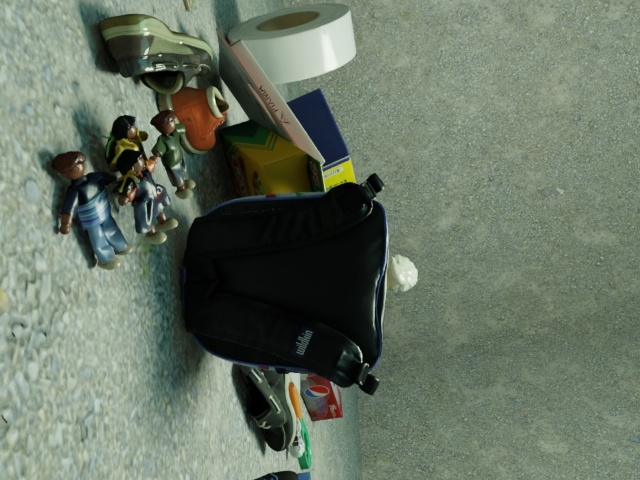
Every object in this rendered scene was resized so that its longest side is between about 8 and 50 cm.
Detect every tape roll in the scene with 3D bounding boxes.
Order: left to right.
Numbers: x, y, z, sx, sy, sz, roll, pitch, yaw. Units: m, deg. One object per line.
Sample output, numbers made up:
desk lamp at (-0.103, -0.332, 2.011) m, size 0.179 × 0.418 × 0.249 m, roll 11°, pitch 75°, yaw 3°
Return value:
tape roll at (-0.065, -0.453, 1.313) m, size 0.286 × 0.286 × 0.100 m, roll -91°, pitch 169°, yaw -56°

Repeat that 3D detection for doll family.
doll family at (-0.183, -0.062, 0.552) m, size 0.193 × 0.076 × 0.111 m, roll -86°, pitch 172°, yaw -54°

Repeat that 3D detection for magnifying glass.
magnifying glass at (-0.049, 0.445, 1.382) m, size 0.092 × 0.026 × 0.231 m, roll -83°, pitch 163°, yaw -70°

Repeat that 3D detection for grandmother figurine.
grandmother figurine at (0.055, 0.093, 1.342) m, size 0.104 × 0.342 × 0.208 m, roll -80°, pitch 161°, yaw -74°

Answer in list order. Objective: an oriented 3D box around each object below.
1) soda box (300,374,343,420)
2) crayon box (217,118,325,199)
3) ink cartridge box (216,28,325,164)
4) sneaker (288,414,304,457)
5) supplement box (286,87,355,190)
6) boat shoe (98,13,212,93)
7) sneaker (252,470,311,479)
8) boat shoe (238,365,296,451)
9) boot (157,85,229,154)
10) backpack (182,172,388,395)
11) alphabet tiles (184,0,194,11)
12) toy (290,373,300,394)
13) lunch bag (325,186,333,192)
soda box at (-0.003, 0.399, 1.578) m, size 0.263 × 0.092 × 0.083 m, roll 75°, pitch 7°, yaw -48°
crayon box at (-0.078, -0.077, 0.995) m, size 0.318 × 0.081 × 0.202 m, roll 40°, pitch -33°, yaw 57°
ink cartridge box at (-0.090, -0.241, 1.051) m, size 0.275 × 0.060 × 0.239 m, roll 55°, pitch -10°, yaw -2°
sneaker at (-0.062, 0.416, 1.250) m, size 0.098 × 0.038 × 0.069 m, roll -107°, pitch -178°, yaw -51°
supplement box at (-0.033, -0.225, 1.552) m, size 0.356 × 0.195 × 0.194 m, roll 47°, pitch 20°, yaw -80°
boat shoe at (-0.193, -0.216, 0.703) m, size 0.223 × 0.080 × 0.073 m, roll -39°, pitch 125°, yaw -78°
sneaker at (-0.076, 0.423, 0.907) m, size 0.081 × 0.090 × 0.232 m, roll -95°, pitch -165°, yaw -45°
boat shoe at (-0.096, 0.285, 0.998) m, size 0.079 × 0.084 × 0.233 m, roll -36°, pitch 134°, yaw -40°
boot at (-0.167, -0.173, 0.836) m, size 0.158 × 0.085 × 0.059 m, roll 67°, pitch 13°, yaw -75°
backpack at (-0.046, 0.054, 0.782) m, size 0.213 × 0.263 × 0.276 m, roll 94°, pitch 0°, yaw -79°
alphabet tiles at (-0.244, -0.515, 0.980) m, size 0.237 × 0.009 × 0.198 m, roll -93°, pitch 173°, yaw -50°
toy at (-0.096, 0.188, 1.146) m, size 0.137 × 0.056 × 0.237 m, roll -87°, pitch 163°, yaw -49°
lunch bag at (0.000, 0.000, 1.577) m, size 0.160 × 0.262 × 0.223 m, roll 42°, pitch 2°, yaw 7°
